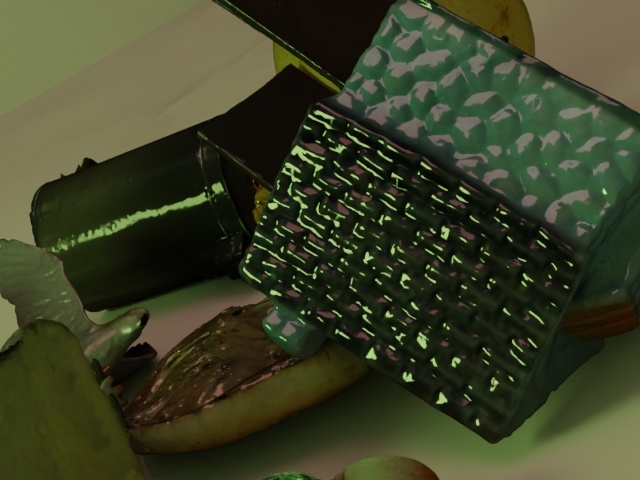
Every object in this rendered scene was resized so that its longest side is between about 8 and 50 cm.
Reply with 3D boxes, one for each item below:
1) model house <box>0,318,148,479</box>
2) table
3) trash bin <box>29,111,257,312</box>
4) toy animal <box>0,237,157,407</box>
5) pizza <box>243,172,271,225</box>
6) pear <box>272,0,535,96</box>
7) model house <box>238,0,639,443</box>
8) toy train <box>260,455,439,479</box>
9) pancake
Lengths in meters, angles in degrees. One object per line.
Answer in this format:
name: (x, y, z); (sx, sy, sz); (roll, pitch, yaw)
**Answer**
model house: (-0.352, 0.250, 1.570); (0.266, 0.261, 0.321); (-20, 14, 23)
table: (0.028, -0.171, 1.906); (0.282, 0.250, 0.196); (36, 55, 20)
trash bin: (-0.212, -0.031, 2.204); (0.301, 0.203, 0.252); (-18, 54, 22)
toy animal: (-0.332, 0.168, 1.897); (0.284, 0.225, 0.302); (-50, 23, -15)
pizza: (-0.037, -0.044, 2.069); (0.085, 0.161, 0.305); (-36, 31, 22)
pear: (0.112, -0.248, 2.192); (0.348, 0.348, 0.348); (-22, 20, 8)
model house: (0.142, 0.023, 1.554); (0.360, 0.297, 0.339); (33, 78, 23)
toy train: (0.028, 0.265, 1.300); (0.177, 0.116, 0.285); (-11, 20, 5)
pancake: (-0.054, 0.126, 1.778); (0.387, 0.082, 0.387); (-23, 12, 5)
